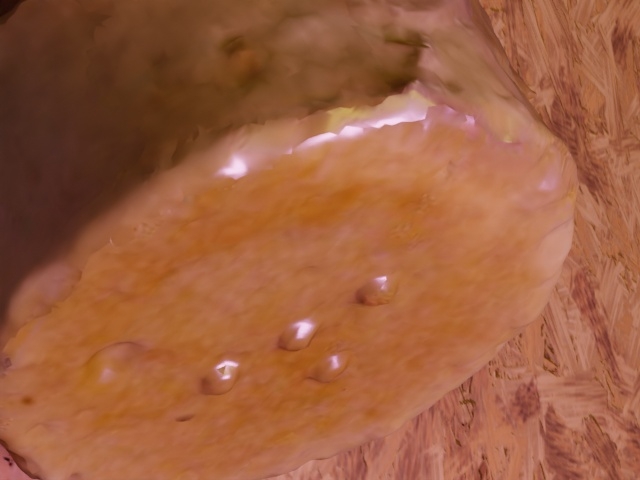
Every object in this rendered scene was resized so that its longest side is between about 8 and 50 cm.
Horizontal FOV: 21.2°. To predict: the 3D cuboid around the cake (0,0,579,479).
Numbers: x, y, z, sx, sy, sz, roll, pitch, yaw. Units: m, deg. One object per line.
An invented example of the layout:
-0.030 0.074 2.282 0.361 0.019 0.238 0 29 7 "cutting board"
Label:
-0.065 -0.072 0.900 0.332 0.332 0.321 29 31 -51 "cake"
